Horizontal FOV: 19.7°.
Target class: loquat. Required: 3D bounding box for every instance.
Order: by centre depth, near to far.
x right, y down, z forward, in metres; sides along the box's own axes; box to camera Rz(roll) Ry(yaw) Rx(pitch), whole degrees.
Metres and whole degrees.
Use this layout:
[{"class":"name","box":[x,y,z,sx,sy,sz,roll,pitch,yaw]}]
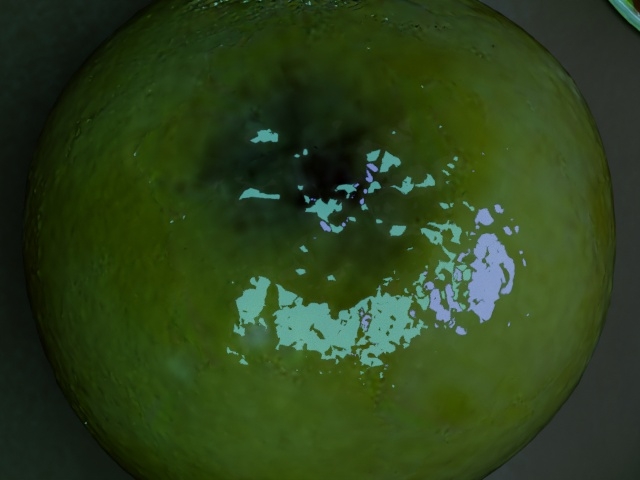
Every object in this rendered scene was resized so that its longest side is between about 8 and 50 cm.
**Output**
[{"class":"loquat","box":[0.000,0.000,0.817,0.263,0.263,0.263,-2,96,-18]}]

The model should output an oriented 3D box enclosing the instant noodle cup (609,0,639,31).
[{"class":"instant noodle cup","box":[0.251,-0.192,0.916,0.213,0.174,0.213,-2,95,-17]}]
